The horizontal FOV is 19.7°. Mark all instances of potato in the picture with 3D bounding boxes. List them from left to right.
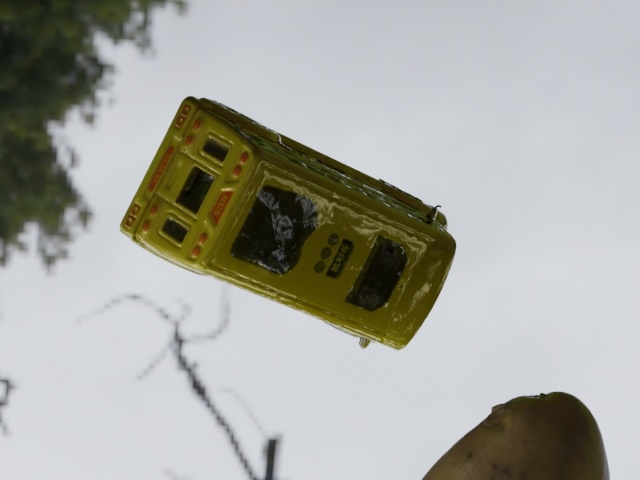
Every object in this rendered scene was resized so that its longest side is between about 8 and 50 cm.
[{"bbox_3d":[0.124,0.223,1.315,0.161,0.235,0.128,-2,-171,-9],"label":"potato"}]

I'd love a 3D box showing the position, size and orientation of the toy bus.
[{"bbox_3d":[0.000,0.000,1.577,0.330,0.144,0.152,23,-175,-43],"label":"toy bus"}]
